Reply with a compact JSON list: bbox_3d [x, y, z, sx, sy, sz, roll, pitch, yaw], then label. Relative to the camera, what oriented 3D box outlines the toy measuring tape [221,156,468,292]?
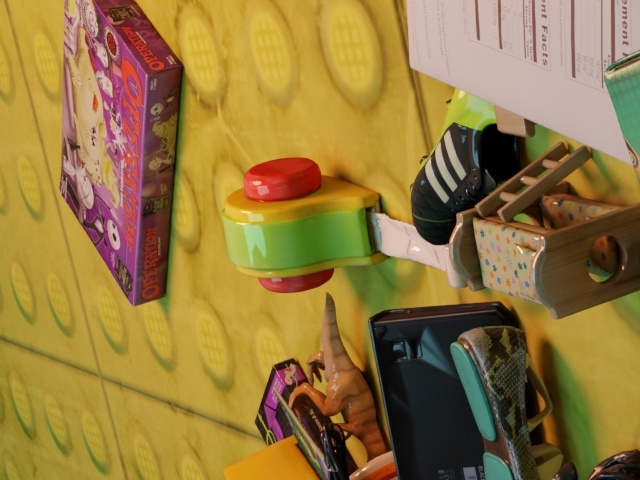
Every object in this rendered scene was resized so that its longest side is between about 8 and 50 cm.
[{"bbox_3d":[0.000,0.000,1.619,0.330,0.121,0.121,23,127,59],"label":"toy measuring tape"}]

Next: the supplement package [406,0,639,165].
[{"bbox_3d":[0.168,-0.149,1.132,0.244,0.139,0.133,33,133,55],"label":"supplement package"}]

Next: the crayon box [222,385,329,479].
[{"bbox_3d":[0.008,0.312,1.713,0.323,0.083,0.203,66,173,-18],"label":"crayon box"}]

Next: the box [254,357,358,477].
[{"bbox_3d":[-0.011,0.213,1.886,0.162,0.029,0.116,58,152,27],"label":"box"}]

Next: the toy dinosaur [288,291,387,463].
[{"bbox_3d":[0.019,0.127,1.748,0.112,0.064,0.211,0,117,47],"label":"toy dinosaur"}]

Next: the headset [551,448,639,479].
[{"bbox_3d":[0.213,0.347,1.302,0.185,0.243,0.394,-46,43,36],"label":"headset"}]

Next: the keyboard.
[{"bbox_3d":[0.091,0.207,1.544,0.202,0.033,0.317,-6,102,22],"label":"keyboard"}]

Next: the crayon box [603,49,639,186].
[{"bbox_3d":[0.273,0.013,0.988,0.081,0.165,0.278,-19,89,66],"label":"crayon box"}]

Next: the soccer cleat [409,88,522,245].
[{"bbox_3d":[0.112,-0.049,1.417,0.072,0.060,0.179,54,147,32],"label":"soccer cleat"}]

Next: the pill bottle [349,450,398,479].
[{"bbox_3d":[0.086,0.261,1.644,0.152,0.086,0.086,61,153,24],"label":"pill bottle"}]

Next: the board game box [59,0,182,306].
[{"bbox_3d":[-0.225,-0.117,2.100,0.208,0.056,0.346,49,147,34],"label":"board game box"}]

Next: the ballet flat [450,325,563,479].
[{"bbox_3d":[0.153,0.152,1.458,0.070,0.070,0.188,18,126,61],"label":"ballet flat"}]

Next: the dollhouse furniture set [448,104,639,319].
[{"bbox_3d":[0.166,-0.037,1.257,0.182,0.101,0.160,17,121,61],"label":"dollhouse furniture set"}]
